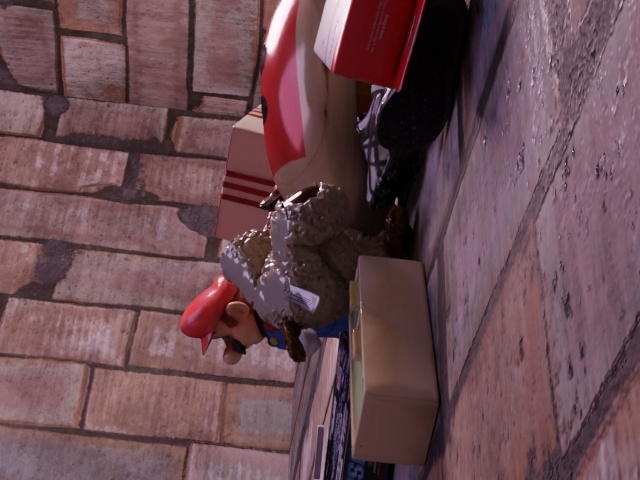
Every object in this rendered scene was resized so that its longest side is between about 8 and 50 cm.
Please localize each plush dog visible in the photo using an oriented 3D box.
[{"bbox_3d":[0.020,0.047,1.626,0.262,0.225,0.211,-37,68,51],"label":"plush dog"}]

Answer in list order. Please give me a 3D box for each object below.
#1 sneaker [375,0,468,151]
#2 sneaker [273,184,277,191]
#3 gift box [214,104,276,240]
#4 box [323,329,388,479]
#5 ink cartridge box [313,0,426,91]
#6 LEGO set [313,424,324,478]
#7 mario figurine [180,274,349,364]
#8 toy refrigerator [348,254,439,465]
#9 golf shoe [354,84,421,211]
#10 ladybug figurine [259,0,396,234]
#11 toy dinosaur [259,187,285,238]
[{"bbox_3d":[0.130,-0.215,1.425,0.097,0.084,0.235,-82,10,-52],"label":"sneaker"},{"bbox_3d":[-0.061,0.002,1.993,0.087,0.128,0.221,-43,-61,-47],"label":"sneaker"},{"bbox_3d":[-0.031,-0.087,2.124,0.276,0.258,0.255,-59,-18,-61],"label":"gift box"},{"bbox_3d":[0.053,0.291,1.698,0.293,0.073,0.296,-158,74,-85],"label":"box"},{"bbox_3d":[0.057,-0.262,1.392,0.231,0.078,0.134,-114,38,-72],"label":"ink cartridge box"},{"bbox_3d":[-0.025,0.407,1.791,0.182,0.060,0.244,91,-176,-78],"label":"LEGO set"},{"bbox_3d":[-0.081,0.170,2.014,0.198,0.320,0.170,100,176,-47],"label":"mario figurine"},{"bbox_3d":[0.079,0.137,1.414,0.269,0.094,0.102,-89,6,-56],"label":"toy refrigerator"},{"bbox_3d":[0.089,-0.130,1.598,0.094,0.077,0.198,45,139,28],"label":"golf shoe"},{"bbox_3d":[0.013,-0.218,1.769,0.305,0.162,0.449,29,-122,-63],"label":"ladybug figurine"},{"bbox_3d":[0.000,0.000,1.855,0.164,0.322,0.218,-5,115,58],"label":"toy dinosaur"}]
